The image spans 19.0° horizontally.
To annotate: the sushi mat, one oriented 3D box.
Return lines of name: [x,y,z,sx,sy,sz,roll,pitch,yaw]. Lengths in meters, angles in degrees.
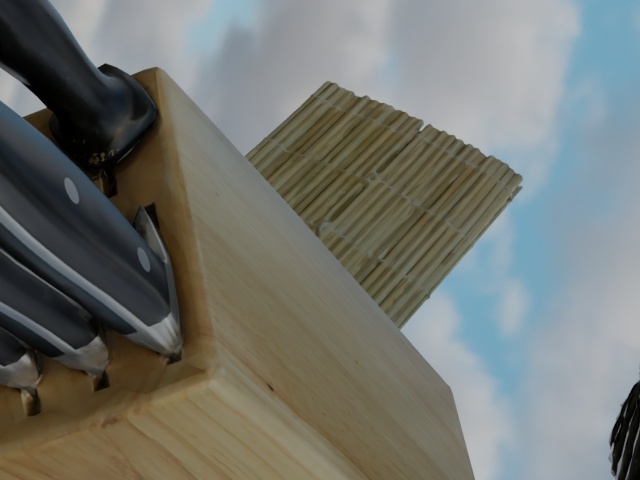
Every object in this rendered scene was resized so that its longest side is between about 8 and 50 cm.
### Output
sushi mat: [0.000,0.000,1.156,0.316,0.151,0.019,-45,157,-50]

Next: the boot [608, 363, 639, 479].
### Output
boot: [0.181,0.060,0.770,0.348,0.131,0.260,-25,123,-82]

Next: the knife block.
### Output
knife block: [-0.040,0.021,0.463,0.242,0.276,0.088,125,-39,-49]
